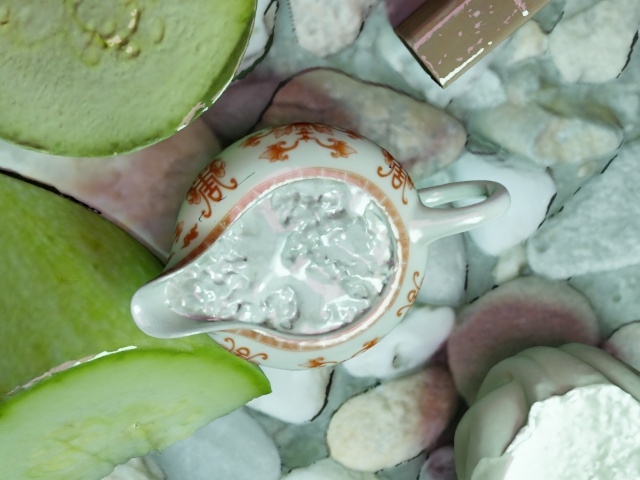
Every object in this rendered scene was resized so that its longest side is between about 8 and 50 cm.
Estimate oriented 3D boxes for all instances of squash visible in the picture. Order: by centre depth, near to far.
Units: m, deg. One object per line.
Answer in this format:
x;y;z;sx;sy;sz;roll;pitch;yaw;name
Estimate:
-0.148;-0.155;0.836;0.220;0.133;0.220;-1;106;-5;squash
-0.187;0.056;0.952;0.236;0.155;0.204;-28;148;-3;squash

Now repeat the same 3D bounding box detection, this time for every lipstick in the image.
0.118;-0.162;0.923;0.145;0.045;0.045;-39;112;5;lipstick

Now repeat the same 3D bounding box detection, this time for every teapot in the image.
0.000;0.000;0.921;0.245;0.116;0.159;-21;98;-1;teapot

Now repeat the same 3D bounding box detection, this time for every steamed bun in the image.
0.170;0.155;1.007;0.182;0.106;0.183;-4;108;-14;steamed bun
